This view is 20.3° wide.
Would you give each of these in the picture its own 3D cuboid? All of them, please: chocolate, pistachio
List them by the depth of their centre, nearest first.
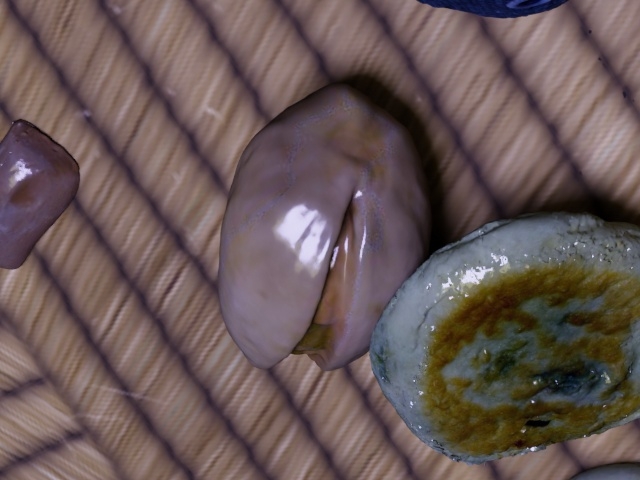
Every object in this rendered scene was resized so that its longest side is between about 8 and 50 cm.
[{"bbox_3d":[0.000,0.000,1.025,0.124,0.124,0.185,26,128,7],"label":"pistachio"},{"bbox_3d":[-0.197,-0.024,1.133,0.064,0.031,0.100,42,121,-8],"label":"chocolate"}]

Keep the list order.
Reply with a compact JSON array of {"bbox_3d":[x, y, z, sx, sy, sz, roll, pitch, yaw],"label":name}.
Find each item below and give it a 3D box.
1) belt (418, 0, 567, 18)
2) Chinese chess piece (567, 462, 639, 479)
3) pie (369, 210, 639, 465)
[{"bbox_3d":[0.046,-0.185,0.913,0.218,0.128,0.122,21,91,11],"label":"belt"},{"bbox_3d":[0.191,0.204,1.085,0.144,0.058,0.144,8,117,16],"label":"Chinese chess piece"},{"bbox_3d":[0.122,0.060,1.009,0.186,0.041,0.187,-6,130,-8],"label":"pie"}]
